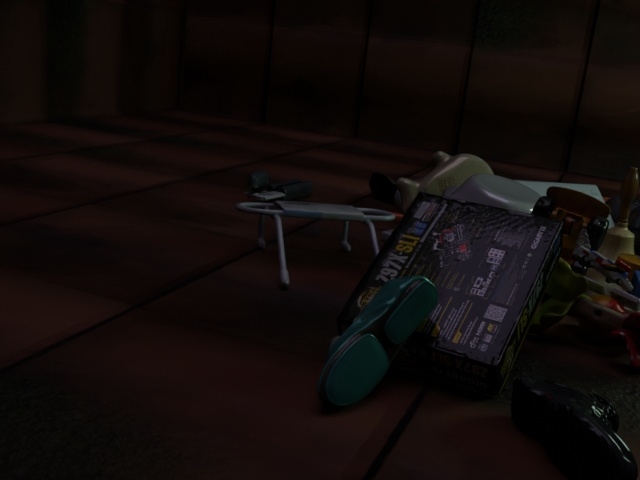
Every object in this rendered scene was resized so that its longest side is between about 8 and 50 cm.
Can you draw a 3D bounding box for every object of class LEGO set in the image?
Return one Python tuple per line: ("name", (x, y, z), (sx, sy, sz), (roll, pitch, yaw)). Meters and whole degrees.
("LEGO set", (0.521, 0.068, 1.277), (0.182, 0.060, 0.244), (28, -4, 28))

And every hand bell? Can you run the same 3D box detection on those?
("hand bell", (0.740, -0.058, 1.841), (0.126, 0.242, 0.126), (7, 15, -2))

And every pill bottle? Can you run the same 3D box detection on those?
("pill bottle", (0.856, -0.051, 2.073), (0.130, 0.131, 0.245), (0, 17, -24))

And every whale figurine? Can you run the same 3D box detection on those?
("whale figurine", (0.330, -0.129, 2.024), (0.271, 0.216, 0.141), (-12, -10, -11))

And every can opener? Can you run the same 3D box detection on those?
("can opener", (-0.113, -0.159, 2.139), (0.075, 0.095, 0.283), (15, 18, 27))

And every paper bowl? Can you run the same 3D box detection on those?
("paper bowl", (0.420, -0.057, 1.792), (0.284, 0.148, 0.284), (15, 24, -7))

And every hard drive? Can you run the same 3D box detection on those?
("hard drive", (0.632, -0.071, 2.027), (0.307, 0.040, 0.203), (1, 54, -16))

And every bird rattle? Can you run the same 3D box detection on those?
("bird rattle", (0.493, 0.127, 1.303), (0.253, 0.143, 0.207), (18, 2, 27))

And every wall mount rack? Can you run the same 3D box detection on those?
("wall mount rack", (0.000, 0.000, 1.567), (0.349, 0.131, 0.304), (2, 12, -15))

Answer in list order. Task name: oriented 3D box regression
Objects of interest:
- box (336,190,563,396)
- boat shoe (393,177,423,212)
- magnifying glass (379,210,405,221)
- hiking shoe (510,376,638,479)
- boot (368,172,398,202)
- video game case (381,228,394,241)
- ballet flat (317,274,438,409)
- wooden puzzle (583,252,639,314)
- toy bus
("box", (0.212, 0.067, 1.196), (0.257, 0.079, 0.322), (13, 47, 28))
("boat shoe", (0.326, -0.108, 2.145), (0.320, 0.118, 0.103), (-10, -23, -38))
("magnifying glass", (0.264, -0.047, 1.926), (0.230, 0.026, 0.092), (11, 16, 6))
("hiking shoe", (0.331, 0.225, 0.931), (0.114, 0.086, 0.227), (-1, 16, -15))
("boot", (0.254, -0.147, 2.317), (0.137, 0.077, 0.198), (-1, 29, -41))
("video game case", (0.298, 0.002, 1.849), (0.226, 0.026, 0.206), (18, 19, 37))
("ballet flat", (0.066, 0.139, 1.052), (0.247, 0.083, 0.087), (-44, 23, -29))
("wooden puzzle", (0.715, 0.105, 1.539), (0.347, 0.081, 0.322), (10, 16, 15))
("toy bus", (0.508, 0.025, 1.614), (0.149, 0.220, 0.211), (24, -10, 22))
